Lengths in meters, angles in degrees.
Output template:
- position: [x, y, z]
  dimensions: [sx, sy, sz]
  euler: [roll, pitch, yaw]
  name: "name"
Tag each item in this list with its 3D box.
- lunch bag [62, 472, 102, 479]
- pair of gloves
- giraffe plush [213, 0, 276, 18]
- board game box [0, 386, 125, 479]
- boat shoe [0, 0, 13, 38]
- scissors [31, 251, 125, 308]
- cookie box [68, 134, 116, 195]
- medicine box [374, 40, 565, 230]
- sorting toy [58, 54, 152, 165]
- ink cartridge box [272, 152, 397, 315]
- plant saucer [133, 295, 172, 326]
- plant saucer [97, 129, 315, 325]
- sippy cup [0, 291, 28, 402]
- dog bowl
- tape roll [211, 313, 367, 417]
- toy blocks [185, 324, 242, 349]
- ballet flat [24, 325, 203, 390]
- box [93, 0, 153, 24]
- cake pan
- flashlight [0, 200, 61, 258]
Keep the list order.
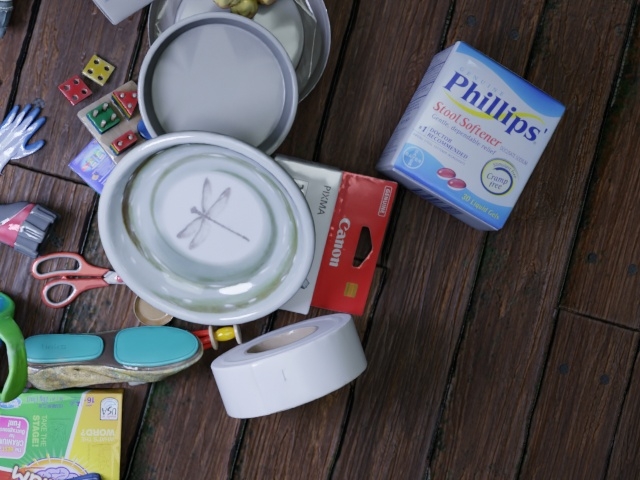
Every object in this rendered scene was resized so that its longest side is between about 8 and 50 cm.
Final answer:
- position: [-0.444, 0.477, 1.586]
  dimensions: [0.098, 0.065, 0.067]
  euler: [-14, 94, -9]
  name: "lunch bag"
- position: [-0.629, -0.221, 1.630]
  dimensions: [0.198, 0.023, 0.159]
  euler: [36, 85, -8]
  name: "pair of gloves"
- position: [-0.160, -0.532, 1.547]
  dimensions: [0.181, 0.210, 0.170]
  euler: [-38, 68, -4]
  name: "giraffe plush"
- position: [-0.505, 0.445, 1.641]
  dimensions: [0.242, 0.064, 0.317]
  euler: [2, 91, -10]
  name: "board game box"
- position: [-0.727, -0.442, 1.563]
  dimensions: [0.319, 0.116, 0.099]
  euler: [9, 114, -3]
  name: "boat shoe"
- position: [-0.411, 0.064, 1.674]
  dimensions: [0.297, 0.021, 0.109]
  euler: [-8, 92, -9]
  name: "scissors"
- position: [-0.418, -0.139, 1.659]
  dimensions: [0.107, 0.040, 0.092]
  euler: [44, 82, -7]
  name: "cookie box"
- position: [0.300, -0.207, 1.731]
  dimensions: [0.263, 0.149, 0.289]
  euler: [29, 87, -9]
  name: "medicine box"
- position: [-0.378, -0.237, 1.639]
  dimensions: [0.132, 0.046, 0.275]
  euler: [-38, 92, -26]
  name: "sorting toy"
- position: [0.000, 0.000, 1.694]
  dimensions: [0.261, 0.066, 0.297]
  euler: [12, 101, -9]
  name: "ink cartridge box"
- position: [-0.328, 0.129, 1.687]
  dimensions: [0.083, 0.015, 0.084]
  euler: [-3, 102, -14]
  name: "plant saucer"
- position: [-0.203, -0.031, 1.577]
  dimensions: [0.400, 0.101, 0.401]
  euler: [3, 120, 6]
  name: "plant saucer"
- position: [-0.686, 0.209, 1.536]
  dimensions: [0.240, 0.305, 0.224]
  euler: [4, 103, -38]
  name: "sippy cup"
- position: [-0.160, -0.397, 1.670]
  dimensions: [0.348, 0.102, 0.349]
  euler: [0, 92, -10]
  name: "dog bowl"
- position: [-0.059, 0.232, 1.606]
  dimensions: [0.286, 0.286, 0.100]
  euler: [-19, 94, -9]
  name: "tape roll"
- position: [-0.240, 0.162, 1.689]
  dimensions: [0.148, 0.054, 0.123]
  euler: [-13, 87, 0]
  name: "toy blocks"
- position: [-0.398, 0.233, 1.635]
  dimensions: [0.348, 0.123, 0.123]
  euler: [-2, 91, -6]
  name: "ballet flat"
- position: [-0.413, -0.571, 1.560]
  dimensions: [0.148, 0.121, 0.311]
  euler: [-31, 78, 0]
  name: "box"
- position: [-0.189, -0.273, 1.582]
  dimensions: [0.293, 0.054, 0.293]
  euler: [-2, 103, -8]
  name: "cake pan"
- position: [-0.645, -0.074, 1.595]
  dimensions: [0.304, 0.103, 0.103]
  euler: [28, 124, -5]
  name: "flashlight"
